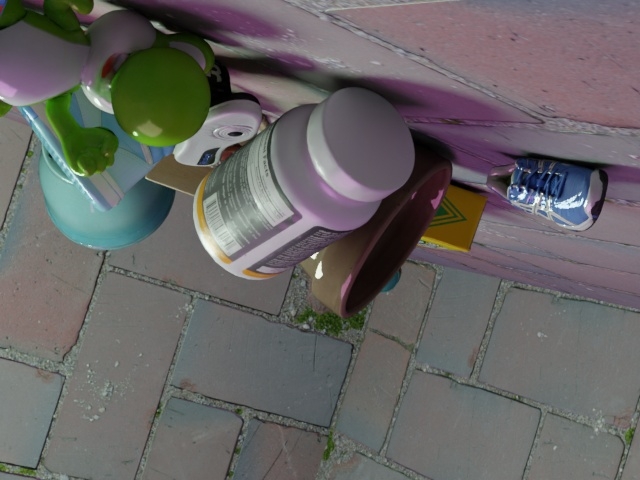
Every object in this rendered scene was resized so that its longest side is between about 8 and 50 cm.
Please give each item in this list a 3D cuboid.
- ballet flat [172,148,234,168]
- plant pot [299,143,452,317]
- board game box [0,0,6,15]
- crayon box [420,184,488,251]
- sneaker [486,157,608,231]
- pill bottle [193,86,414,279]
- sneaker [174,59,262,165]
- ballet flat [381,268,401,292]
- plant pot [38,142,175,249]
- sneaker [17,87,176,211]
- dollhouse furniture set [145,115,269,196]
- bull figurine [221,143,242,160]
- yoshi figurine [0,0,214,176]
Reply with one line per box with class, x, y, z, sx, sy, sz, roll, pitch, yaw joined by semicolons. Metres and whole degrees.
ballet flat;-0.252;-0.165;2.161;0.147;0.147;0.409;16;176;28
plant pot;0.021;-0.063;1.756;0.229;0.263;0.263;36;-178;14
board game box;-0.450;-0.162;1.075;0.308;0.302;0.086;-5;-129;-41
crayon box;0.070;-0.077;2.149;0.313;0.106;0.363;17;178;-14
sneaker;0.274;-0.059;1.532;0.081;0.080;0.211;15;177;-20
pill bottle;-0.022;-0.068;1.524;0.162;0.162;0.278;19;149;-31
sneaker;-0.131;-0.174;1.530;0.079;0.121;0.217;6;166;-23
ballet flat;0.000;0.000;2.211;0.316;0.107;0.106;23;-164;-25
plant pot;-0.431;-0.149;2.478;0.271;0.272;0.255;17;162;5
sneaker;-0.301;-0.220;1.658;0.319;0.208;0.127;56;170;-14
dollhouse furniture set;-0.175;-0.139;1.989;0.144;0.151;0.123;20;177;3
bull figurine;-0.256;-0.199;1.828;0.310;0.101;0.188;18;175;-1
yoshi figurine;-0.267;-0.177;1.348;0.362;0.203;0.203;-1;162;-29
